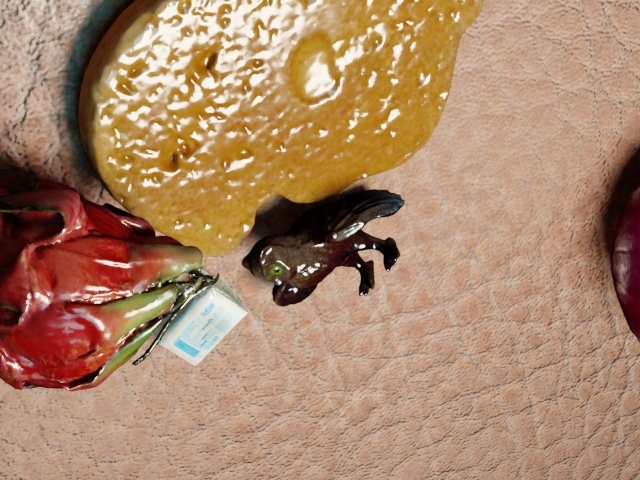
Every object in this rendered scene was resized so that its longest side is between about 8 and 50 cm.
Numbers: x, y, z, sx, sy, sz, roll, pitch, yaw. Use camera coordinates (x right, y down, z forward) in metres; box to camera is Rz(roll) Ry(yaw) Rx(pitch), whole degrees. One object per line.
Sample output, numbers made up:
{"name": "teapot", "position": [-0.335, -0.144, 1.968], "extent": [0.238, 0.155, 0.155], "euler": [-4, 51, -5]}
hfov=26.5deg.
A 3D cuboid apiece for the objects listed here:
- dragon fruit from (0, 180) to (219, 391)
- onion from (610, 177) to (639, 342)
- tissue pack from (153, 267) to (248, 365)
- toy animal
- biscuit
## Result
{"name": "dragon fruit", "position": [-0.244, 0.038, 1.345], "extent": [0.293, 0.233, 0.233], "euler": [-10, 135, 17]}
{"name": "onion", "position": [0.496, 0.029, 1.719], "extent": [0.260, 0.282, 0.336], "euler": [-19, 110, -41]}
{"name": "tissue pack", "position": [-0.143, 0.090, 1.576], "extent": [0.094, 0.058, 0.074], "euler": [-46, 131, 7]}
{"name": "toy animal", "position": [-0.007, 0.001, 1.551], "extent": [0.180, 0.116, 0.218], "euler": [6, 149, -31]}
{"name": "biscuit", "position": [-0.036, -0.183, 1.427], "extent": [0.455, 0.078, 0.349], "euler": [-26, 135, -9]}
